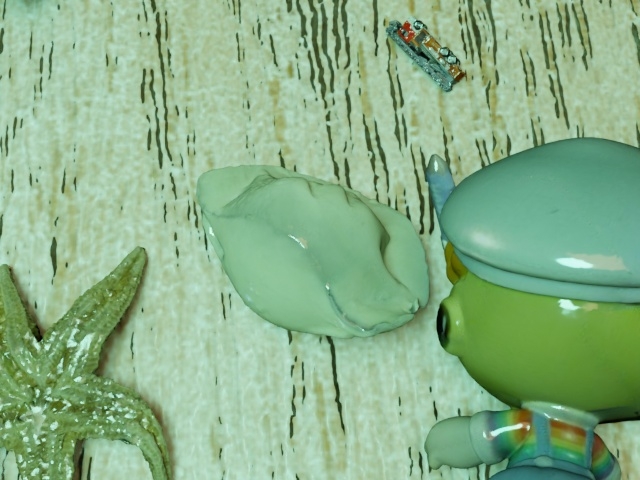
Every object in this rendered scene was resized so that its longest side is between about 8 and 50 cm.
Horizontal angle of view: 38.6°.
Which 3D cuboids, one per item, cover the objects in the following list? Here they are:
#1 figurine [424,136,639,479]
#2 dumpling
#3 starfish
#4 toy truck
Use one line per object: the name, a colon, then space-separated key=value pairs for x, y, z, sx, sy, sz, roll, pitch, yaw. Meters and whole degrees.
figurine: x=0.191 y=0.108 z=0.636 sx=0.225 sy=0.205 sz=0.381 roll=3 pitch=76 yaw=-7
dumpling: x=0.000 y=-0.003 z=0.725 sx=0.155 sy=0.111 sz=0.181 roll=-27 pitch=87 yaw=-41
starfish: x=-0.220 y=0.122 z=0.719 sx=0.236 sy=0.062 sz=0.277 roll=14 pitch=78 yaw=10
toy truck: x=0.094 y=-0.169 z=0.807 sx=0.032 sy=0.024 sz=0.083 roll=-44 pitch=79 yaw=19
